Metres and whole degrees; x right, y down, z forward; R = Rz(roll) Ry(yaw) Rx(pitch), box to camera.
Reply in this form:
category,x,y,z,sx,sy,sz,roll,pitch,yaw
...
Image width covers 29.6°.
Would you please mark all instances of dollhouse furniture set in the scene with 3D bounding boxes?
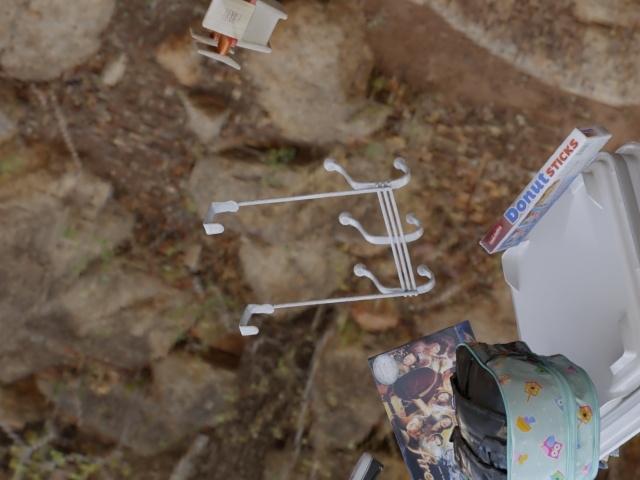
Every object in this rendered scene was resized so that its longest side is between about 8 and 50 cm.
category,x,y,z,sx,sy,sz,roll,pitch,yaw
dollhouse furniture set,-0.154,-0.445,2.190,0.135,0.262,0.259,17,-154,-23

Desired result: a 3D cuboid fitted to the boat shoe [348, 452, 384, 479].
category,x,y,z,sx,sy,sz,roll,pitch,yaw
boat shoe,0.057,0.403,1.909,0.040,0.142,0.049,30,160,-4

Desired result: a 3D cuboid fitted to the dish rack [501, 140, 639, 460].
category,x,y,z,sx,sy,sz,roll,pitch,yaw
dish rack,0.307,0.074,1.423,0.072,0.333,0.285,9,144,-21

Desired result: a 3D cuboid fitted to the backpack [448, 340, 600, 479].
category,x,y,z,sx,sy,sz,roll,pitch,yaw
backpack,0.216,0.199,1.279,0.144,0.166,0.188,1,-171,-2

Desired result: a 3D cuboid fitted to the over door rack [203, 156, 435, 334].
category,x,y,z,sx,sy,sz,roll,pitch,yaw
over door rack,0.000,0.000,1.909,0.324,0.240,0.108,-13,-143,5

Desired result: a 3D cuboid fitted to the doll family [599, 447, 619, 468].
category,x,y,z,sx,sy,sz,roll,pitch,yaw
doll family,0.388,0.237,1.812,0.118,0.163,0.263,22,176,-39

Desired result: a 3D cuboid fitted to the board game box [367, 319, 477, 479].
category,x,y,z,sx,sy,sz,roll,pitch,yaw
board game box,0.180,0.254,1.720,0.165,0.243,0.042,-26,170,36

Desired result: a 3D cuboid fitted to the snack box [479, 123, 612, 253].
category,x,y,z,sx,sy,sz,roll,pitch,yaw
snack box,0.249,-0.056,1.348,0.022,0.178,0.064,49,-147,20
